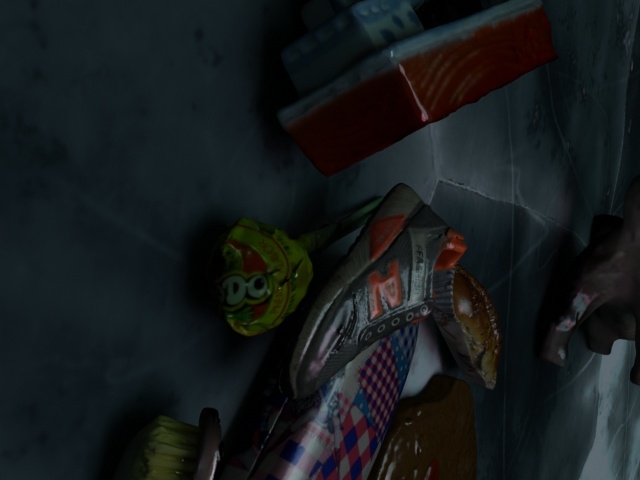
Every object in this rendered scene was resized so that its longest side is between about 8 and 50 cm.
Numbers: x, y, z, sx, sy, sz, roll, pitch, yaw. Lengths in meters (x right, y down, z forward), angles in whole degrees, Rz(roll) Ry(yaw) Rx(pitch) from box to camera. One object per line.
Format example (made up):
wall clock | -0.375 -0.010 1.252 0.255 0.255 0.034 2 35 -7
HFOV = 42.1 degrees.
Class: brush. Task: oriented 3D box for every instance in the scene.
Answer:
brush | -0.122 0.256 0.539 0.072 0.067 0.313 -112 -146 -84

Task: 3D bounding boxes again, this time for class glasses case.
glasses case | -0.002 0.157 0.665 0.327 0.076 0.125 -62 144 -25

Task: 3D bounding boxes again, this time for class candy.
candy | -0.002 0.001 0.655 0.262 0.073 0.077 -31 141 -57

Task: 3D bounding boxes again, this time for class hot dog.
hot dog | 0.161 0.090 0.895 0.099 0.053 0.192 -77 148 -43

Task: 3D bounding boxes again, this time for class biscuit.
biscuit | 0.105 0.294 0.885 0.257 0.049 0.273 -21 116 -52

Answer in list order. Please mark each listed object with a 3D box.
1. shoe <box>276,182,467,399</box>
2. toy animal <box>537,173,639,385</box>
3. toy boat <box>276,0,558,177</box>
shoe | 0.042 0.044 0.615 0.194 0.077 0.074 -54 170 -29
toy animal | 0.487 0.053 1.256 0.344 0.194 0.303 3 101 -61
toy boat | 0.091 -0.169 0.684 0.332 0.145 0.133 -31 95 -49
